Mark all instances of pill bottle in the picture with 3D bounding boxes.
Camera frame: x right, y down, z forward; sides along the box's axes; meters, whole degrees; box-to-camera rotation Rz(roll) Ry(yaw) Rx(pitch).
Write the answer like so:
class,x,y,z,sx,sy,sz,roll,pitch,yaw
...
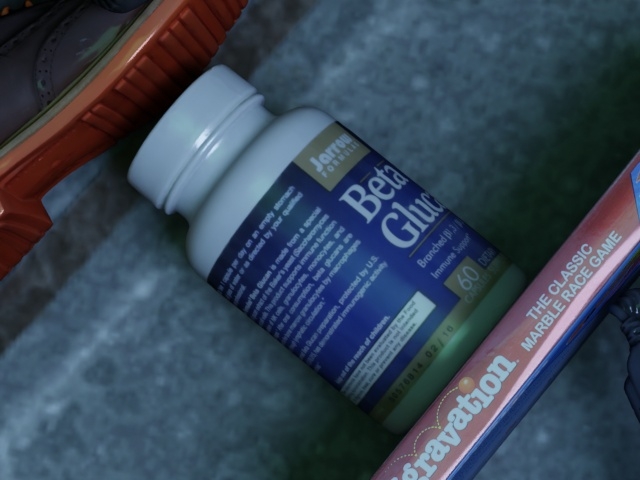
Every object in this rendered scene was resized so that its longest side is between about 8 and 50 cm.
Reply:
class,x,y,z,sx,sy,sz,roll,pitch,yaw
pill bottle,0.000,0.000,0.823,0.169,0.094,0.094,39,85,5

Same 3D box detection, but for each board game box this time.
class,x,y,z,sx,sy,sz,roll,pitch,yaw
board game box,0.103,0.031,0.793,0.027,0.145,0.281,39,85,10

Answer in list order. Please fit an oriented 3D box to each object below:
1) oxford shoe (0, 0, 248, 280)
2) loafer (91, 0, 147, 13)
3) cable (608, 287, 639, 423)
class,x,y,z,sx,sy,sz,roll,pitch,yaw
oxford shoe,-0.127,-0.082,0.837,0.098,0.097,0.271,44,86,11
loafer,-0.100,-0.207,0.780,0.078,0.080,0.220,-23,95,-22
cable,0.199,0.091,0.799,0.150,0.047,0.184,-13,71,-46
